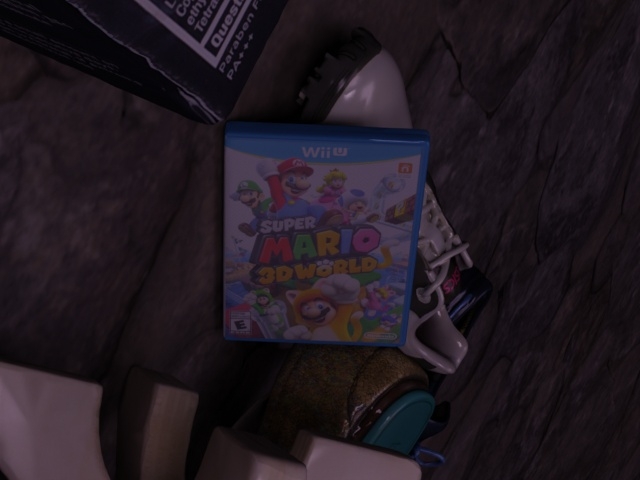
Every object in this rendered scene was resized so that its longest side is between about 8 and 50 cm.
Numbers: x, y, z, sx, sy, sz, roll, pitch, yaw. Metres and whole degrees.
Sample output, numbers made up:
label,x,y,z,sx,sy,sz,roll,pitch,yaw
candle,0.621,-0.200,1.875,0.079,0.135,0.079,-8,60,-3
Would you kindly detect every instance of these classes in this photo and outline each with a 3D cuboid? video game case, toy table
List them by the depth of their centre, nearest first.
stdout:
label,x,y,z,sx,sy,sz,roll,pitch,yaw
toy table,-0.083,0.161,0.742,0.252,0.274,0.161,17,88,-33
video game case,0.000,0.000,0.878,0.015,0.119,0.166,-89,-178,-50

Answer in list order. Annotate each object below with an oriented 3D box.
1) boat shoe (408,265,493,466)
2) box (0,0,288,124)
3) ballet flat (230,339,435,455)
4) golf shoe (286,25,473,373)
label,x,y,z,sx,sy,sz,roll,pitch,yaw
boat shoe,0.060,0.131,1.147,0.109,0.089,0.258,-18,129,-58
box,-0.087,-0.232,0.377,0.296,0.183,0.294,-64,157,-4
ballet flat,-0.050,0.211,0.971,0.348,0.123,0.123,-60,156,5
golf shoe,0.048,-0.021,0.942,0.105,0.120,0.273,-47,150,-30
